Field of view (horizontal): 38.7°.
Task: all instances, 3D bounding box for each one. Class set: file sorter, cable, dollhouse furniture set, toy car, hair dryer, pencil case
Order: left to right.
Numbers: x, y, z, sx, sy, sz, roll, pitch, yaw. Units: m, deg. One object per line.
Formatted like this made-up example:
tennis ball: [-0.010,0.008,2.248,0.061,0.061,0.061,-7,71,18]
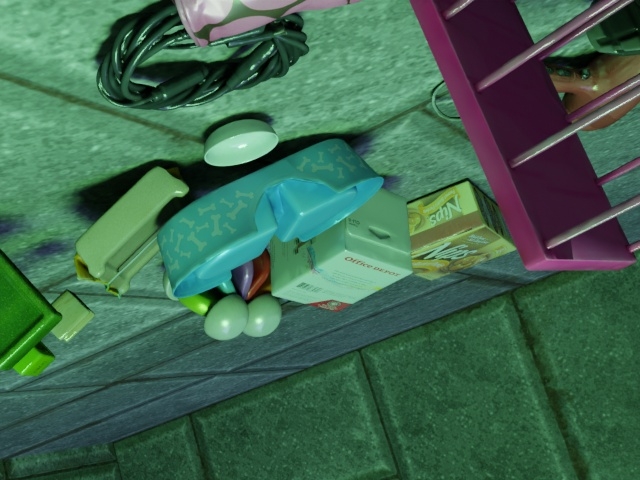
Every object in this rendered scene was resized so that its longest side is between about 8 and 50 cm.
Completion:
dollhouse furniture set: [-0.302,0.002,1.089,0.301,0.151,0.197,-45,175,-9]
cable: [-0.102,-0.160,0.788,0.185,0.047,0.150,-19,171,-5]
toy car: [-0.138,0.062,1.402,0.182,0.159,0.136,2,121,-52]
pencil case: [-0.006,-0.200,0.653,0.209,0.095,0.098,-14,-179,-5]
hair dryer: [0.299,-0.180,1.095,0.294,0.080,0.224,-23,164,19]
file sorter: [0.224,-0.144,0.731,0.182,0.290,0.202,-31,161,33]

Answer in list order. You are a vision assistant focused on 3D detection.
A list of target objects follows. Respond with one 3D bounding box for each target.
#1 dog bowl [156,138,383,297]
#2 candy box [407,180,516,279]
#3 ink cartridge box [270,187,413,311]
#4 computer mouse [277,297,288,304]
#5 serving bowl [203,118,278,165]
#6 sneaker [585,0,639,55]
dog bowl: [-0.064,-0.032,1.105,0.297,0.074,0.166,-28,170,-24]
candy box: [0.227,-0.009,1.627,0.183,0.087,0.316,-22,164,17]
ink cartridge box: [0.028,0.007,1.317,0.128,0.127,0.176,19,147,-34]
computer mouse: [-0.033,0.063,1.648,0.189,0.072,0.272,-25,176,20]
serving bowl: [-0.090,-0.111,0.996,0.083,0.027,0.083,-17,165,-5]
sneaker: [0.395,-0.254,0.895,0.267,0.101,0.106,-25,166,28]
